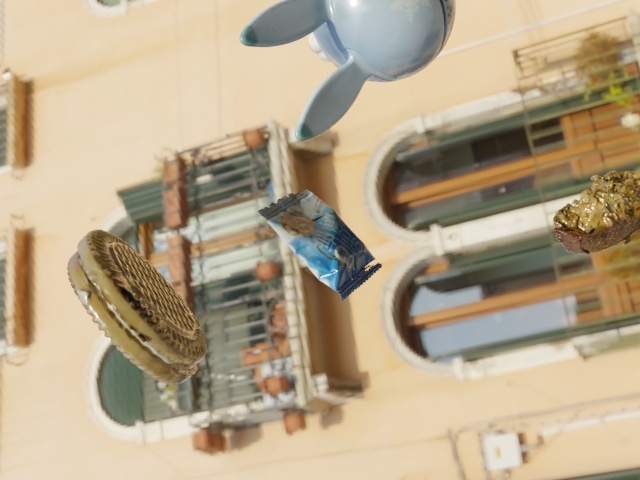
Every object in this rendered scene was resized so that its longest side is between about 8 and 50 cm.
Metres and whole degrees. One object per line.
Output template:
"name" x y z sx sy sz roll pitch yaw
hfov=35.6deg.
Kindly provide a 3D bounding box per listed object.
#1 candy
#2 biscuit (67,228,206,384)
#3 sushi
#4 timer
"candy" 0.001 0.000 1.112 0.136 0.038 0.088 46 -135 7
"biscuit" -0.255 0.093 1.401 0.259 0.079 0.259 49 -175 -6
"sushi" 0.252 -0.029 0.873 0.118 0.061 0.060 -42 -28 -25
"timer" 0.028 -0.222 1.066 0.175 0.255 0.175 51 167 16
